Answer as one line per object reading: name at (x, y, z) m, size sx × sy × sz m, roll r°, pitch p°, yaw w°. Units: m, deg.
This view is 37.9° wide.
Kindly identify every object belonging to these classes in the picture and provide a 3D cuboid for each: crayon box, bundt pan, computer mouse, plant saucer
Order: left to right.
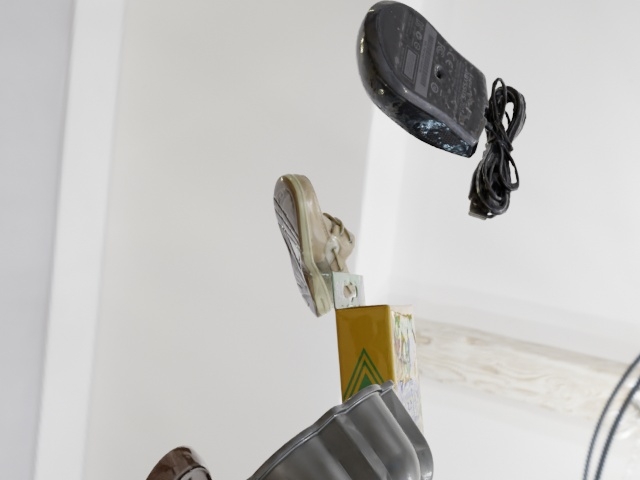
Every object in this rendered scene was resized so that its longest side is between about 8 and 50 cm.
plant saucer at (-0.171, 0.330, 1.108) m, size 0.029 × 0.168 × 0.168 m, roll 10°, pitch -84°, yaw 22°
bundt pan at (0.001, 0.312, 1.036) m, size 0.124 × 0.331 × 0.331 m, roll 46°, pitch -64°, yaw 20°
crayon box at (0.089, 0.204, 1.359) m, size 0.083 × 0.203 × 0.323 m, roll -6°, pitch -95°, yaw 15°
computer mouse at (0.125, -0.157, 1.057) m, size 0.072 × 0.272 × 0.188 m, roll -17°, pitch -134°, yaw 45°

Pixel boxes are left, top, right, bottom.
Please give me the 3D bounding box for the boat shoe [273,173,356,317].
boat shoe at (0.000, 0.000, 1.482) m, size 0.109 × 0.098 × 0.302 m, roll 55°, pitch -15°, yaw 43°
